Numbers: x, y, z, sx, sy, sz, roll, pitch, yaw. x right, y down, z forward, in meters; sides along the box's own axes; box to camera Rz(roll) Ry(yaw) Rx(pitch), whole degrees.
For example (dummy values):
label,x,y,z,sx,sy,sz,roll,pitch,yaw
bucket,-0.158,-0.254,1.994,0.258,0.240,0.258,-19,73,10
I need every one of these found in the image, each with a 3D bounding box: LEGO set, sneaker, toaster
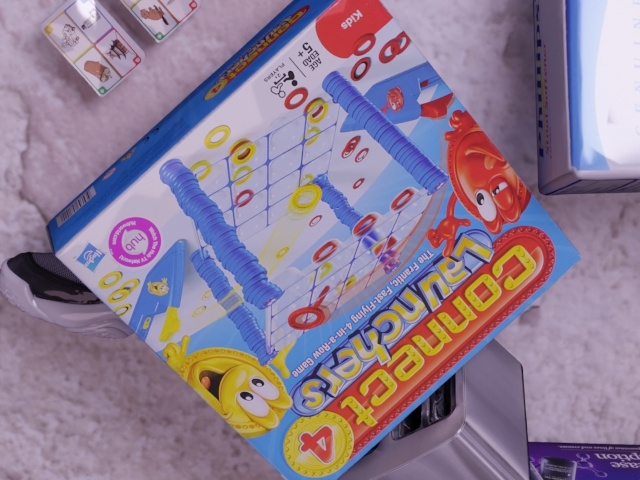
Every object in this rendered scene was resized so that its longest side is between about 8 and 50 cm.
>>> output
label,x,y,z,sx,sy,sz,roll,pitch,yaw
LEGO set,-0.195,-0.265,1.029,0.182,0.060,0.244,-44,110,-3
sneaker,-0.131,0.001,1.094,0.268,0.101,0.153,8,108,-15
toaster,0.087,0.177,1.114,0.168,0.186,0.110,-30,121,26

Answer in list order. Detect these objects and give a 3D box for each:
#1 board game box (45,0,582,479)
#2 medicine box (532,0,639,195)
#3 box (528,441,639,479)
label,x,y,z,sx,sy,sz,roll,pitch,yaw
board game box,0.000,0.000,1.024,0.308,0.086,0.302,-43,113,0
medicine box,0.317,-0.173,1.002,0.289,0.149,0.263,-1,88,-2
box,0.248,0.268,1.186,0.261,0.184,0.103,3,110,-8
